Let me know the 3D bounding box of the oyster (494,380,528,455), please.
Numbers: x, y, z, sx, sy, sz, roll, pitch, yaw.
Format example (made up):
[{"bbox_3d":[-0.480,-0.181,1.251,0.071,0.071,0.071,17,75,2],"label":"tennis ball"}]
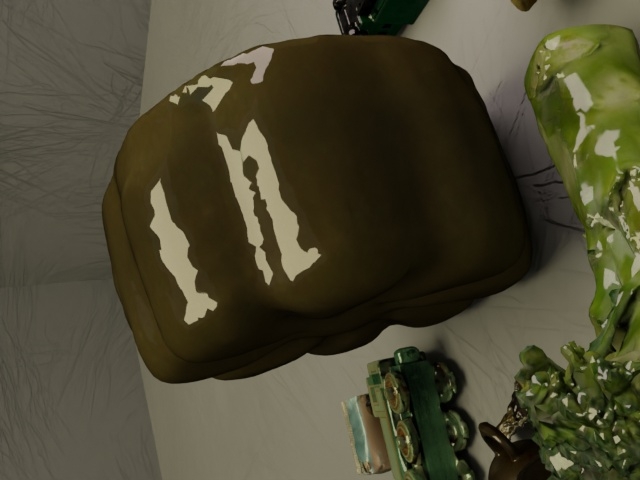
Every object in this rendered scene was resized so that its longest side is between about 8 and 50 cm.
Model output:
[{"bbox_3d":[0.177,0.159,0.679,0.054,0.019,0.083,-56,-11,-66],"label":"oyster"}]

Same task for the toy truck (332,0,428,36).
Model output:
[{"bbox_3d":[0.070,-0.276,0.806,0.147,0.079,0.065,129,131,-57],"label":"toy truck"}]

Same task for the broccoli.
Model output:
[{"bbox_3d":[0.209,0.009,0.428,0.252,0.221,0.361,41,-143,-71],"label":"broccoli"}]

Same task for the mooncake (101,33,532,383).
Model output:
[{"bbox_3d":[0.000,0.000,0.668,0.378,0.379,0.200,-52,52,57],"label":"mooncake"}]

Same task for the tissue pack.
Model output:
[{"bbox_3d":[0.072,0.232,0.896,0.059,0.074,0.094,-40,60,59],"label":"tissue pack"}]

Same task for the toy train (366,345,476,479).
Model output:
[{"bbox_3d":[0.108,0.215,0.813,0.125,0.081,0.193,131,129,-72],"label":"toy train"}]

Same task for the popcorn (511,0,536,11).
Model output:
[{"bbox_3d":[0.141,-0.274,0.560,0.180,0.170,0.180,25,-90,-86],"label":"popcorn"}]

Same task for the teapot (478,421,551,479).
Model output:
[{"bbox_3d":[0.176,0.203,0.637,0.121,0.076,0.068,49,167,-10],"label":"teapot"}]
